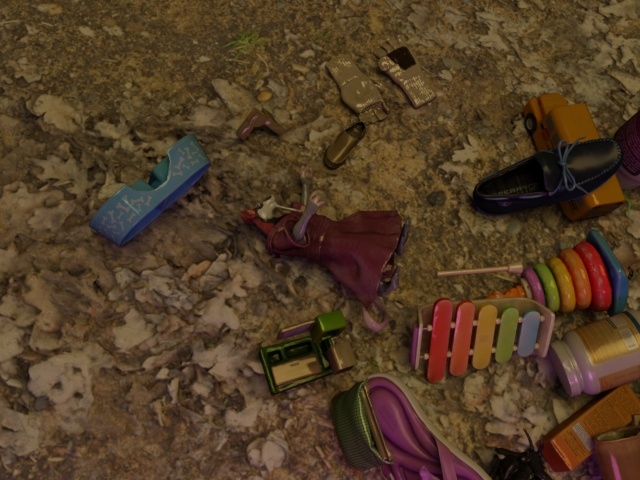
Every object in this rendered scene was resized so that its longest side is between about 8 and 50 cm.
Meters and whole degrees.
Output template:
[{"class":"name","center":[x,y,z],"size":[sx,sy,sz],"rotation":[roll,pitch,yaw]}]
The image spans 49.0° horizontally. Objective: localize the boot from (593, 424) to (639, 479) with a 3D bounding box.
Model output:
[{"class":"boot","center":[0.693,0.510,1.426],"size":[0.236,0.089,0.269],"rotation":[-10,88,-13]}]

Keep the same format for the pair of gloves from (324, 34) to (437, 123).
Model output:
[{"class":"pair of gloves","center":[0.153,-0.404,1.755],"size":[0.240,0.042,0.204],"rotation":[-22,74,-17]}]

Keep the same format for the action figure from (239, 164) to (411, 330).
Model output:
[{"class":"action figure","center":[0.000,0.000,1.530],"size":[0.370,0.248,0.276],"rotation":[11,110,7]}]

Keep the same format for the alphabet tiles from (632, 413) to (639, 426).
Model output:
[{"class":"alphabet tiles","center":[0.828,0.449,1.508],"size":[0.342,0.011,0.285],"rotation":[-1,88,-12]}]

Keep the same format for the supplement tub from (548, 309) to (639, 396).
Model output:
[{"class":"supplement tub","center":[0.607,0.244,1.504],"size":[0.199,0.144,0.144],"rotation":[-20,72,5]}]

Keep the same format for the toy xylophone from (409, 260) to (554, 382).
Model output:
[{"class":"toy xylophone","center":[0.333,0.170,1.486],"size":[0.322,0.236,0.081],"rotation":[-11,28,-7]}]

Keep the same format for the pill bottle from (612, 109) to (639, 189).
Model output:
[{"class":"pill bottle","center":[0.801,-0.238,1.665],"size":[0.169,0.301,0.169],"rotation":[4,69,-9]}]

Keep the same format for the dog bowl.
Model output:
[{"class":"dog bowl","center":[-0.351,-0.104,1.487],"size":[0.074,0.166,0.297],"rotation":[45,68,-3]}]

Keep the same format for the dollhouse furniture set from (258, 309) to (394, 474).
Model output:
[{"class":"dollhouse furniture set","center":[0.003,0.315,1.360],"size":[0.151,0.197,0.301],"rotation":[-14,71,-17]}]

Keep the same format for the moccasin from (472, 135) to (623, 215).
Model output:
[{"class":"moccasin","center":[0.515,-0.139,1.594],"size":[0.342,0.117,0.138],"rotation":[-25,67,16]}]

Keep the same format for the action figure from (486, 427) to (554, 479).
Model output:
[{"class":"action figure","center":[0.386,0.514,1.370],"size":[0.141,0.164,0.276],"rotation":[29,85,-34]}]

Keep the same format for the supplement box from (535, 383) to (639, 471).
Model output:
[{"class":"supplement box","center":[0.578,0.397,1.498],"size":[0.233,0.078,0.080],"rotation":[-31,77,-19]}]

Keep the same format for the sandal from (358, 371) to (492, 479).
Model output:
[{"class":"sandal","center":[0.190,0.439,1.349],"size":[0.169,0.102,0.416],"rotation":[-49,63,13]}]

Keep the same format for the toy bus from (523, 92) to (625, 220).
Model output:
[{"class":"toy bus","center":[0.613,-0.215,1.715],"size":[0.108,0.130,0.333],"rotation":[-10,71,-14]}]

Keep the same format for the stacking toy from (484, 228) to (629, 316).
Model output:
[{"class":"stacking toy","center":[0.511,0.107,1.576],"size":[0.302,0.175,0.166],"rotation":[-16,42,2]}]

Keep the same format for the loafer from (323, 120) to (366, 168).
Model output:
[{"class":"loafer","center":[0.058,-0.234,1.666],"size":[0.056,0.050,0.148],"rotation":[34,67,4]}]

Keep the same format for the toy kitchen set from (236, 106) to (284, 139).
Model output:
[{"class":"toy kitchen set","center":[-0.144,-0.268,1.659],"size":[0.083,0.075,0.068],"rotation":[30,20,-32]}]
